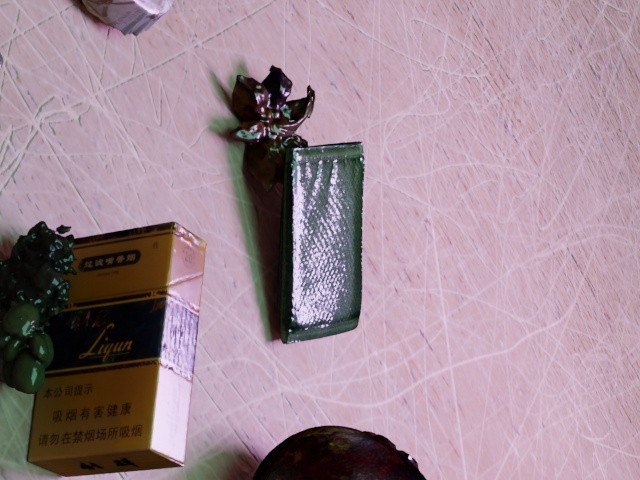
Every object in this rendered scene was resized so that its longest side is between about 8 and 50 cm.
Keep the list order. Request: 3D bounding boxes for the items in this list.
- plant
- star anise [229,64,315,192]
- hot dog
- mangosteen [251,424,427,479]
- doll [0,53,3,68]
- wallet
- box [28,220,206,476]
[{"bbox_3d":[-0.282,0.066,1.926,0.087,0.085,0.174,20,68,-29],"label":"plant"},{"bbox_3d":[-0.061,-0.134,2.367,0.168,0.057,0.168,2,87,-50],"label":"star anise"},{"bbox_3d":[-0.244,-0.312,2.100,0.252,0.069,0.131,32,64,-48],"label":"hot dog"},{"bbox_3d":[0.010,0.351,2.223,0.231,0.231,0.289,30,83,-53],"label":"mangosteen"},{"bbox_3d":[-0.390,-0.243,1.814,0.286,0.091,0.203,14,103,-46],"label":"doll"},{"bbox_3d":[-0.002,0.000,2.396,0.160,0.055,0.236,-9,101,-59],"label":"wallet"},{"bbox_3d":[-0.200,0.109,1.970,0.070,0.152,0.237,31,56,-52],"label":"box"}]
